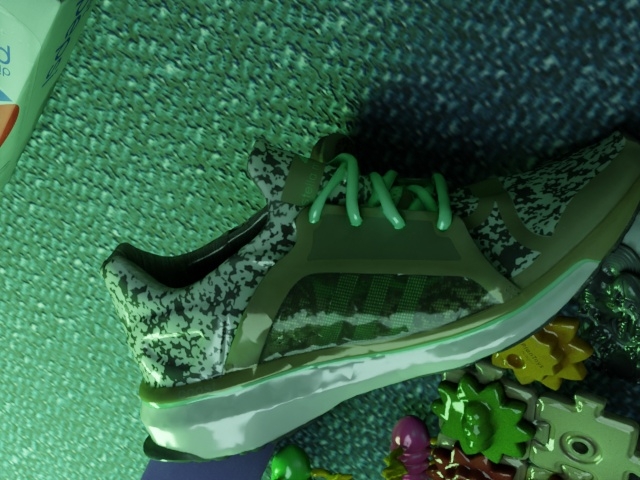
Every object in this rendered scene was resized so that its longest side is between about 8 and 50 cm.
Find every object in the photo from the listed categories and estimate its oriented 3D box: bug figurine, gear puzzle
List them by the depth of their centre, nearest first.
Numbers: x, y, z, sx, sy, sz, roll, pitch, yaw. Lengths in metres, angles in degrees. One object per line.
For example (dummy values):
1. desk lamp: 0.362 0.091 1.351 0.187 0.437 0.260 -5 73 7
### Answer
1. gear puzzle: 0.165 0.181 0.861 0.176 0.044 0.338 17 131 22
2. bug figurine: 0.028 0.257 1.003 0.279 0.072 0.216 -10 127 -19

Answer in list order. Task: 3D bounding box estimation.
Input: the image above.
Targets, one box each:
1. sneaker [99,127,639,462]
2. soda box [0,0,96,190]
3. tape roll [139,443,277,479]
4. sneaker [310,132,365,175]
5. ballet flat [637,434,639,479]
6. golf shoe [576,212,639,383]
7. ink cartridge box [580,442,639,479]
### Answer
1. sneaker: 0.024 0.001 0.745 0.410 0.158 0.182 -26 106 6
2. soda box: -0.264 -0.130 0.855 0.091 0.098 0.286 34 131 -6
3. tape roll: -0.117 0.248 0.974 0.090 0.274 0.274 24 132 2
4. sneaker: 0.000 0.000 0.869 0.071 0.066 0.188 5 127 20
5. ballet flat: 0.341 0.112 0.786 0.123 0.123 0.348 27 131 0
6. golf shoe: 0.237 0.046 0.807 0.077 0.094 0.198 21 159 24
7. ink cartridge box: 0.241 0.270 0.978 0.127 0.072 0.175 23 132 5
